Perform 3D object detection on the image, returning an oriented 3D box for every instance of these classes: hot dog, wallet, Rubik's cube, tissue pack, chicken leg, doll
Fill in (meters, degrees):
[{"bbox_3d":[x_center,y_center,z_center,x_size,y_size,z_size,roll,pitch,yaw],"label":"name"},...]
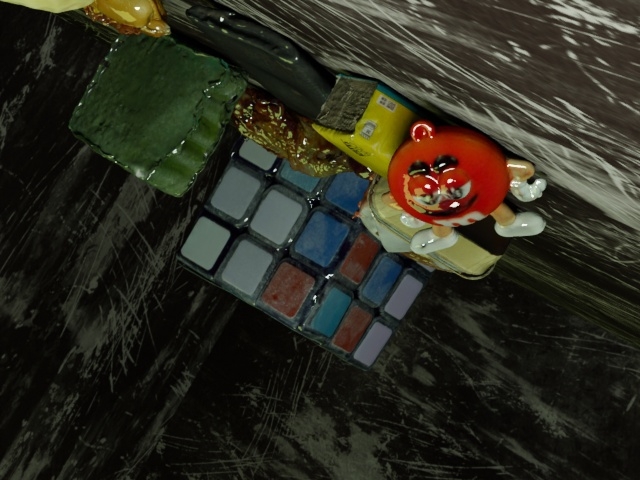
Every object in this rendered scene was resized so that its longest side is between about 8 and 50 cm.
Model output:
[{"bbox_3d":[-0.314,-0.349,2.091,0.249,0.076,0.102,31,176,12],"label":"hot dog"},{"bbox_3d":[-0.036,-0.209,1.898,0.170,0.044,0.321,29,176,26],"label":"wallet"},{"bbox_3d":[0.000,0.000,2.929,0.363,0.362,0.359,29,176,30],"label":"Rubik's cube"},{"bbox_3d":[0.088,-0.113,1.718,0.169,0.082,0.120,31,177,-27],"label":"tissue pack"},{"bbox_3d":[-0.032,-0.183,2.596,0.322,0.083,0.177,33,165,7],"label":"chicken leg"},{"bbox_3d":[0.153,-0.056,1.629,0.183,0.085,0.217,-9,145,13],"label":"doll"}]

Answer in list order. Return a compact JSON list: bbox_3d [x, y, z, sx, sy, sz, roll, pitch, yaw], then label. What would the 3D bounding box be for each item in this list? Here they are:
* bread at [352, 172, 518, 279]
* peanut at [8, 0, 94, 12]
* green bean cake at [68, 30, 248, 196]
[{"bbox_3d":[0.163,-0.042,2.144,0.224,0.142,0.212,31,165,-18],"label":"bread"},{"bbox_3d":[-0.331,-0.325,1.562,0.147,0.147,0.319,30,-177,27],"label":"peanut"},{"bbox_3d":[-0.262,-0.219,2.473,0.255,0.241,0.132,30,178,37],"label":"green bean cake"}]
